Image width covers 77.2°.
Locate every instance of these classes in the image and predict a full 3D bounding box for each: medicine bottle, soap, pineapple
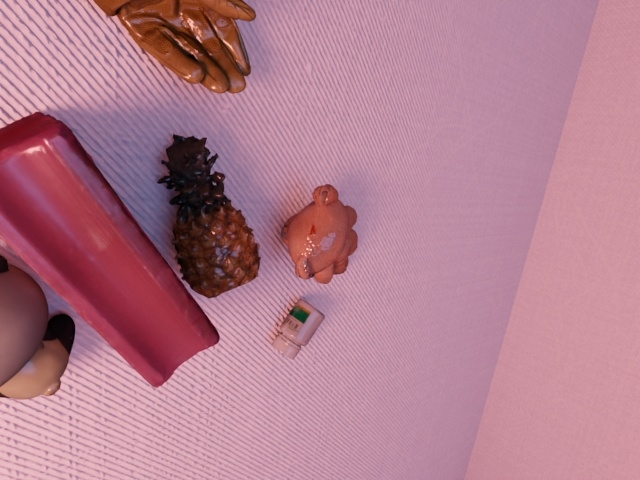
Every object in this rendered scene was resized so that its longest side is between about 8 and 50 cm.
[{"bbox_3d":[-0.055,0.215,0.973,0.130,0.080,0.080,-54,133,-12],"label":"medicine bottle"},{"bbox_3d":[-0.310,0.014,0.563,0.128,0.232,0.360,-39,129,-22],"label":"soap"},{"bbox_3d":[-0.196,-0.048,0.704,0.157,0.157,0.279,-24,117,-33],"label":"pineapple"}]

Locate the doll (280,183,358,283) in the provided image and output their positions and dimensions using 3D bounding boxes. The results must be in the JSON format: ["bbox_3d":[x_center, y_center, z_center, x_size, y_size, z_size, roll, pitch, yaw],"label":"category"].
[{"bbox_3d":[0.000,0.000,0.928,0.303,0.156,0.201,44,64,-72],"label":"doll"}]

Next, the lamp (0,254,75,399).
[{"bbox_3d":[-0.451,0.131,0.532,0.198,0.197,0.244,-45,153,-20],"label":"lamp"}]

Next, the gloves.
[{"bbox_3d":[-0.221,-0.344,0.567,0.154,0.141,0.331,-54,143,3],"label":"gloves"}]
